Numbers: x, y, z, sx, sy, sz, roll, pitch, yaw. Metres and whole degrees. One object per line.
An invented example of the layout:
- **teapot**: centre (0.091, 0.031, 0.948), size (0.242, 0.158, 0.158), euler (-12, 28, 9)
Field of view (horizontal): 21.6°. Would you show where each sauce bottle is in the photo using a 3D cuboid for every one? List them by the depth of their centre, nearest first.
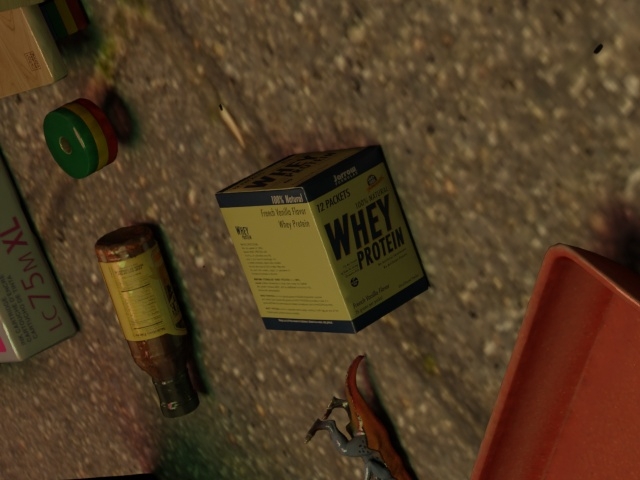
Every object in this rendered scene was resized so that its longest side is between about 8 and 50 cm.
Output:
- **sauce bottle**: centre (-0.110, 0.054, 1.091), size (0.042, 0.042, 0.128), euler (9, 122, 49)

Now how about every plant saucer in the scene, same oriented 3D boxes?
- **plant saucer**: centre (0.186, 0.154, 0.778), size (0.258, 0.048, 0.259), euler (41, 140, 27)

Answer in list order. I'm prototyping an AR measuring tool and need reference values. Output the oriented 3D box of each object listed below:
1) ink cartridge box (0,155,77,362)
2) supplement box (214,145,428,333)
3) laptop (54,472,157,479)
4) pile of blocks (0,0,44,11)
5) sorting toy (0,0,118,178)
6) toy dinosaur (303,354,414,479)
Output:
- **ink cartridge box**: centre (-0.317, 0.007, 1.309), size (0.311, 0.065, 0.185), euler (-7, 108, 56)
- **supplement box**: centre (0.000, 0.000, 0.896), size (0.083, 0.056, 0.083), euler (-2, 113, 53)
- **laptop**: centre (-0.133, 0.383, 1.151), size (0.236, 0.408, 0.382), euler (-44, 65, 22)
- **pile of blocks**: centre (-0.218, -0.270, 0.888), size (0.149, 0.113, 0.362), euler (22, 126, 57)
- **sorting toy**: centre (-0.211, -0.168, 1.053), size (0.132, 0.046, 0.274), euler (-6, 111, 54)
- **toy dinosaur**: centre (0.031, 0.127, 0.966), size (0.082, 0.047, 0.090), euler (32, 129, 8)
